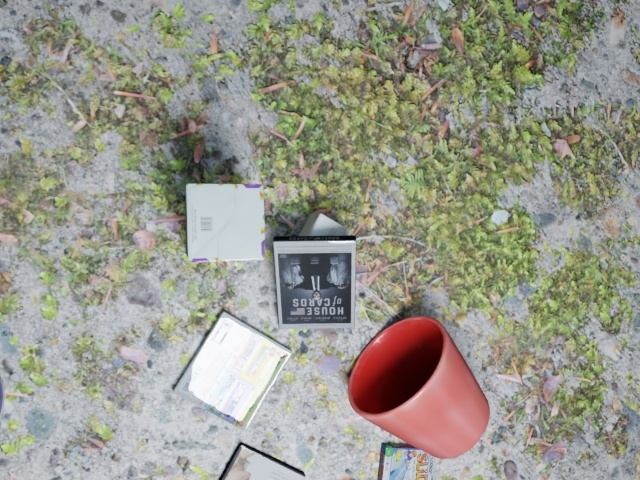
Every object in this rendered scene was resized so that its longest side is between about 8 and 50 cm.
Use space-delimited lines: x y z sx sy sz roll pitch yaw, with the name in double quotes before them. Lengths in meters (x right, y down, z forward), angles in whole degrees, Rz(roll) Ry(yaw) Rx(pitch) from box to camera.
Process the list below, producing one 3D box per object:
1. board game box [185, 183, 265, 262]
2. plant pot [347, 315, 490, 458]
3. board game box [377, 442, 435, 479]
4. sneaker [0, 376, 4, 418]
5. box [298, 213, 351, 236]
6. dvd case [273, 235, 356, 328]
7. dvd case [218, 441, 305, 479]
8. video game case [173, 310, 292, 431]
"board game box" -0.203 -0.034 1.121 0.142 0.275 0.144 -1 91 -14
"plant pot" 0.243 0.353 1.264 0.275 0.275 0.243 -48 111 -9
"board game box" 0.208 0.610 1.364 0.136 0.035 0.201 6 90 -14
"sneaker" -0.701 0.250 1.020 0.130 0.236 0.323 -7 93 -14
"box" 0.000 0.000 1.263 0.087 0.102 0.101 29 85 -16
"dvd case" -0.011 0.098 1.226 0.179 0.029 0.239 -1 119 1
"dvd case" -0.172 0.621 1.275 0.180 0.022 0.253 31 84 -13
"video game case" -0.198 0.301 1.260 0.193 0.023 0.212 33 83 -13
